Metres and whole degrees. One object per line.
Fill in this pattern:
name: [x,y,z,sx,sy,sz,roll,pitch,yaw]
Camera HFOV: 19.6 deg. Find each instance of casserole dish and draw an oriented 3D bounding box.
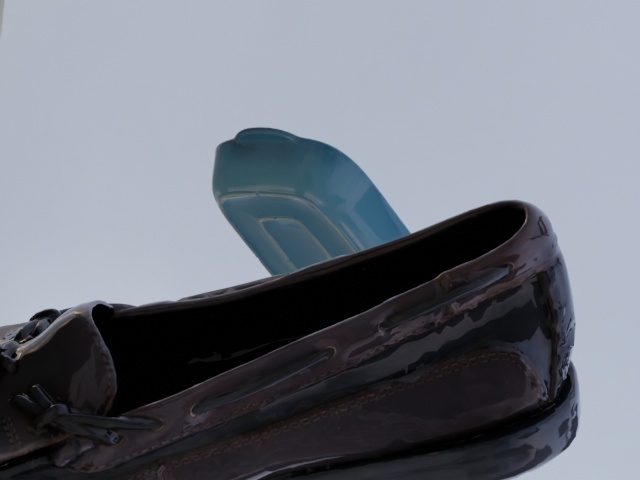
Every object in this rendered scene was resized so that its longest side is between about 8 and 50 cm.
casserole dish: [0.000,0.000,1.184,0.114,0.037,0.188,2,-35,37]

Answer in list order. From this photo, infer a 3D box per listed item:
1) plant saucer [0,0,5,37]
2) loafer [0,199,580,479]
plant saucer: [-0.267,0.047,0.625,0.332,0.333,0.081,-8,-44,28]
loafer: [-0.056,0.046,0.653,0.109,0.302,0.095,-115,-162,-58]
